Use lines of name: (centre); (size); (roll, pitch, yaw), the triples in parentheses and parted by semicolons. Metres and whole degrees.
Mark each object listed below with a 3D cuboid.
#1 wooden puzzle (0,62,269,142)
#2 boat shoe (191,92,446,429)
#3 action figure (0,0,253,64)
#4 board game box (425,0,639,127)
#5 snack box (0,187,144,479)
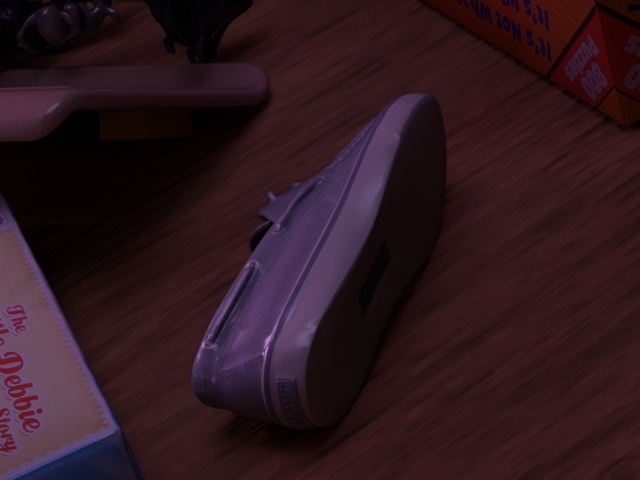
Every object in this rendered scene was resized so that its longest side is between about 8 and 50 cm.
wooden puzzle: (-0.177, -0.075, 1.134); (0.221, 0.044, 0.238); (1, 9, 28)
boat shoe: (0.000, 0.001, 0.956); (0.081, 0.079, 0.227); (4, 41, 24)
action figure: (-0.184, -0.183, 1.258); (0.275, 0.141, 0.164); (5, 3, 27)
board game box: (0.197, -0.347, 1.130); (0.356, 0.356, 0.356); (-27, 33, -14)
snack box: (-0.217, 0.072, 0.971); (0.187, 0.060, 0.322); (-24, 32, -9)
